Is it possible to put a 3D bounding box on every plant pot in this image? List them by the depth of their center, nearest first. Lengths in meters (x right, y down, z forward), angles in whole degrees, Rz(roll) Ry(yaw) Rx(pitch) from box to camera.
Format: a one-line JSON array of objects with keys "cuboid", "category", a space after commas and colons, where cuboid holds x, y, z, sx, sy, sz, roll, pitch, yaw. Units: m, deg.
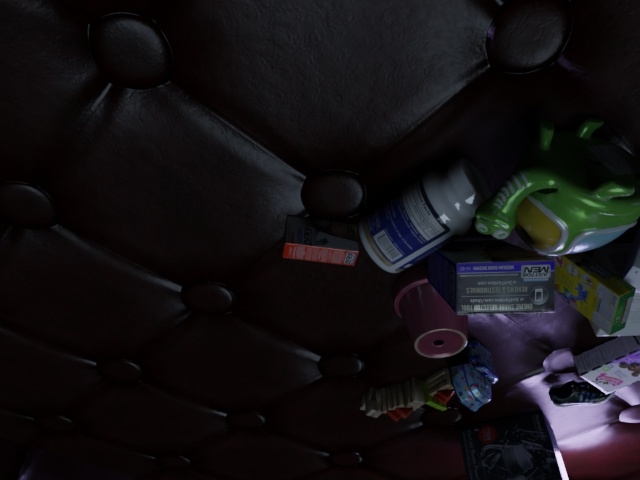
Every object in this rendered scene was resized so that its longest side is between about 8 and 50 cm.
[{"cuboid": [0.291, 0.188, 1.384, 0.201, 0.180, 0.201, -1, 135, -1], "category": "plant pot"}]

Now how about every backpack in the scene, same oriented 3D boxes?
[{"cuboid": [0.448, 0.402, 1.604, 0.117, 0.173, 0.158, -29, 128, 26], "category": "backpack"}]

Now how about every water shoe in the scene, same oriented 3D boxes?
[{"cuboid": [0.843, 0.488, 1.760, 0.203, 0.073, 0.080, -25, 128, 23], "category": "water shoe"}]

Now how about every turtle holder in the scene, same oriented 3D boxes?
[{"cuboid": [0.469, -0.074, 1.038, 0.243, 0.320, 0.227, 35, 137, 19], "category": "turtle holder"}]

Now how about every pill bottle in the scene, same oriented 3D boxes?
[{"cuboid": [0.224, -0.052, 1.160, 0.264, 0.153, 0.153, -34, 126, 29], "category": "pill bottle"}]

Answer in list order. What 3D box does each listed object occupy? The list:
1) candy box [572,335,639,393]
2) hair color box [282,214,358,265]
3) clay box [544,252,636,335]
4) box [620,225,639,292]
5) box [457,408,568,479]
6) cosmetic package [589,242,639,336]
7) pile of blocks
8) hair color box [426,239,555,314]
[{"cuboid": [0.896, 0.369, 1.640, 0.165, 0.070, 0.196, 32, 127, -28], "category": "candy box"}, {"cuboid": [0.000, 0.000, 1.257, 0.167, 0.093, 0.053, 8, 135, -8], "category": "hair color box"}, {"cuboid": [0.620, 0.103, 1.285, 0.053, 0.222, 0.127, -21, 129, -14], "category": "clay box"}, {"cuboid": [0.758, 0.037, 1.199, 0.130, 0.170, 0.091, 24, 155, 21], "category": "box"}, {"cuboid": [0.678, 0.809, 1.894, 0.312, 0.343, 0.179, -21, 131, 20], "category": "box"}, {"cuboid": [0.748, 0.121, 1.334, 0.151, 0.151, 0.184, -2, 136, 2], "category": "cosmetic package"}, {"cuboid": [0.301, 0.531, 1.779, 0.362, 0.113, 0.149, -21, 131, 21], "category": "pile of blocks"}, {"cuboid": [0.343, 0.067, 1.163, 0.185, 0.339, 0.110, -2, 98, 1], "category": "hair color box"}]
